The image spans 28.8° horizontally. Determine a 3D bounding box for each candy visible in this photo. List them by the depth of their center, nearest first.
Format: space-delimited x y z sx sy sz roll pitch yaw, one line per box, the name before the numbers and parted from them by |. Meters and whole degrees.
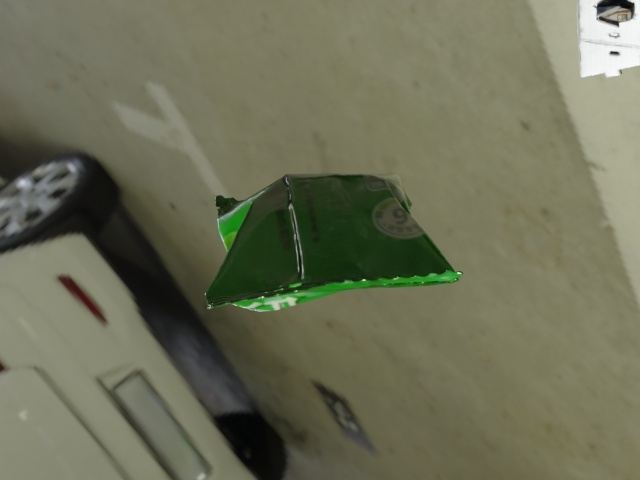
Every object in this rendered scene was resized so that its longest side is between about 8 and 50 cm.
candy | -0.003 -0.003 0.780 0.203 0.141 0.078 -110 2 -74

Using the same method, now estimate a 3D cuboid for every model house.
model house | 0.223 -0.190 0.885 0.088 0.117 0.167 -3 128 10
